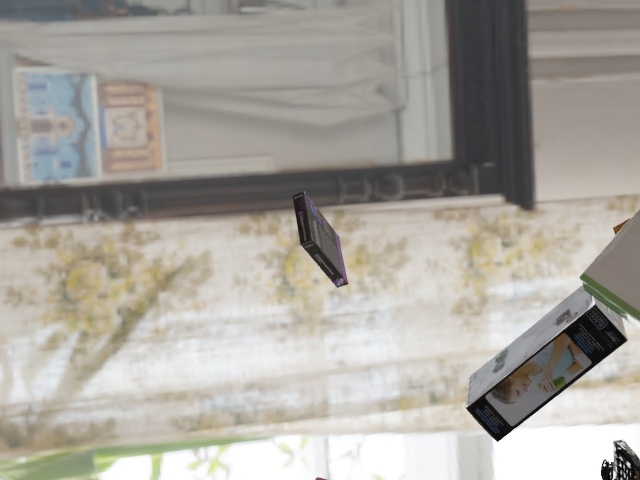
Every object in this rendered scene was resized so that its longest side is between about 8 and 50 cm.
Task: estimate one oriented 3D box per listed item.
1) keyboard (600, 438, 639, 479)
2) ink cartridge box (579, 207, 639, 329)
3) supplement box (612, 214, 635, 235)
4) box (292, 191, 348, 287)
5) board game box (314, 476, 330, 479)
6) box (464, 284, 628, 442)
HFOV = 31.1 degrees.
[{"bbox_3d":[0.499,0.481,1.896,0.201,0.033,0.317,-98,-176,-80],"label":"keyboard"},{"bbox_3d":[0.496,0.017,1.578,0.171,0.235,0.056,39,-5,34],"label":"ink cartridge box"},{"bbox_3d":[0.510,0.068,1.676,0.078,0.080,0.233,-37,-124,36],"label":"supplement box"},{"bbox_3d":[0.000,0.000,2.098,0.162,0.029,0.116,53,21,-49],"label":"box"},{"bbox_3d":[-0.025,0.522,1.785,0.281,0.027,0.145,-88,-159,-49],"label":"board game box"},{"bbox_3d":[0.390,0.208,2.006,0.087,0.290,0.169,48,15,-3],"label":"box"}]
